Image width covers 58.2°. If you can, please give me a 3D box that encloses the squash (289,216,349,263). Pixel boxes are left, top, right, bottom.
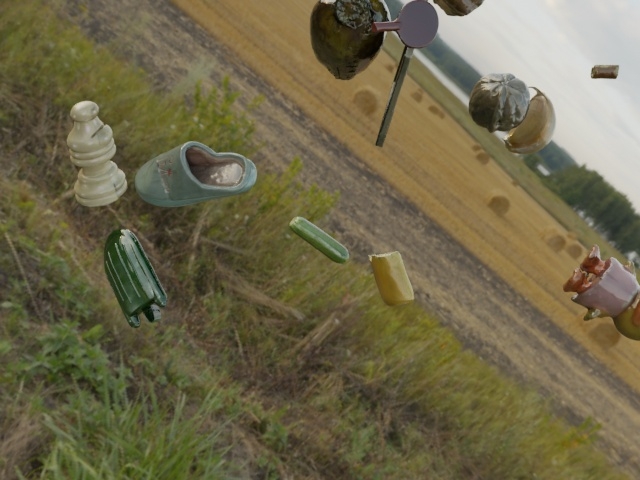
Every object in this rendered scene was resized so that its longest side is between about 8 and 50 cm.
[{"bbox_3d":[0.000,0.000,1.854,0.229,0.066,0.066,36,21,-18],"label":"squash"}]

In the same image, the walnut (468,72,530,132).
[{"bbox_3d":[0.632,-0.483,2.042,0.224,0.224,0.224,37,21,-16],"label":"walnut"}]

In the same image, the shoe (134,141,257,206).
[{"bbox_3d":[-0.249,-0.132,1.089,0.100,0.251,0.103,67,24,-59],"label":"shoe"}]

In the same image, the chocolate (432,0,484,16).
[{"bbox_3d":[0.368,-0.630,1.438,0.093,0.148,0.214,43,18,-13],"label":"chocolate"}]

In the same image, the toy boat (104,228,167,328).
[{"bbox_3d":[-0.366,0.068,1.114,0.210,0.104,0.052,58,20,19],"label":"toy boat"}]

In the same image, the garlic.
[{"bbox_3d":[0.789,-0.431,2.135,0.164,0.244,0.145,22,17,-4],"label":"garlic"}]

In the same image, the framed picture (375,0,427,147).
[{"bbox_3d":[0.204,-0.426,1.441,0.022,0.335,0.247,16,63,2],"label":"framed picture"}]

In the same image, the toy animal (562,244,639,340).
[{"bbox_3d":[0.769,0.158,1.454,0.281,0.195,0.169,36,-5,26],"label":"toy animal"}]

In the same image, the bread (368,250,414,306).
[{"bbox_3d":[0.200,0.110,1.640,0.134,0.085,0.173,136,-67,-85],"label":"bread"}]

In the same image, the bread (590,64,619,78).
[{"bbox_3d":[0.948,-0.562,1.916,0.083,0.046,0.036,2,17,3],"label":"bread"}]

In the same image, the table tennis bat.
[{"bbox_3d":[0.181,-0.453,1.211,0.155,0.098,0.019,-10,22,-16],"label":"table tennis bat"}]

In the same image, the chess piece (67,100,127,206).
[{"bbox_3d":[-0.632,-0.244,1.587,0.139,0.307,0.124,0,48,-6],"label":"chess piece"}]

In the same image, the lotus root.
[{"bbox_3d":[0.069,-0.513,1.408,0.179,0.196,0.397,38,4,-1],"label":"lotus root"}]
